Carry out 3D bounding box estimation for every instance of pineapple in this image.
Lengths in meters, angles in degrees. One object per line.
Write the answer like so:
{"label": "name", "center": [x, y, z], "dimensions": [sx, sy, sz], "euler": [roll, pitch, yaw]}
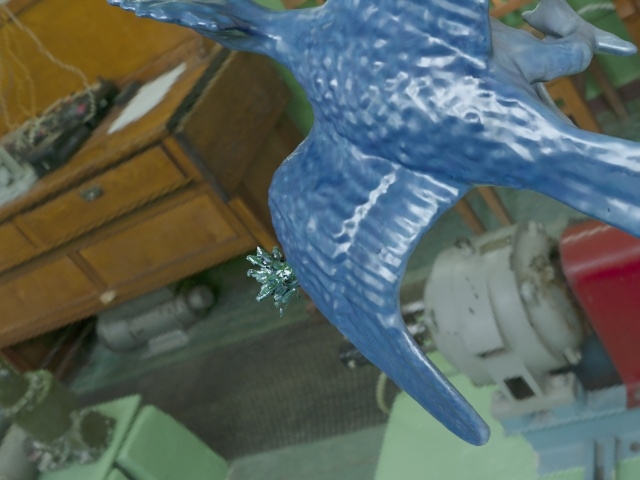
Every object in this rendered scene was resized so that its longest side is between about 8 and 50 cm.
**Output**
{"label": "pineapple", "center": [-0.001, 0.000, 1.208], "dimensions": [0.221, 0.083, 0.103], "euler": [-40, 62, 26]}

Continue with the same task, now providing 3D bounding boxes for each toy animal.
{"label": "toy animal", "center": [0.034, -0.051, 0.361], "dimensions": [0.176, 0.239, 0.255], "euler": [-8, 28, -29]}
